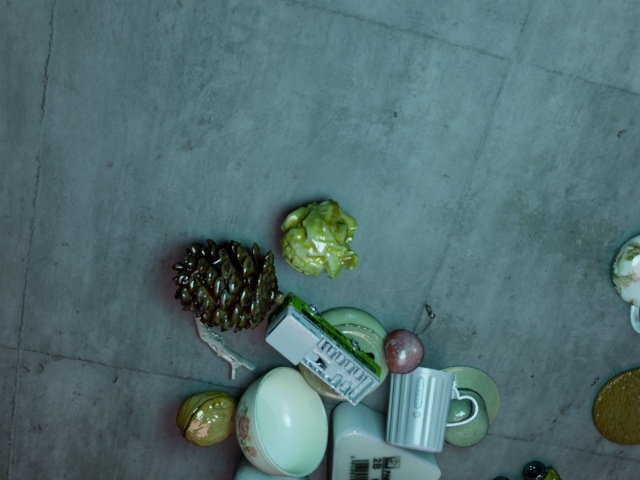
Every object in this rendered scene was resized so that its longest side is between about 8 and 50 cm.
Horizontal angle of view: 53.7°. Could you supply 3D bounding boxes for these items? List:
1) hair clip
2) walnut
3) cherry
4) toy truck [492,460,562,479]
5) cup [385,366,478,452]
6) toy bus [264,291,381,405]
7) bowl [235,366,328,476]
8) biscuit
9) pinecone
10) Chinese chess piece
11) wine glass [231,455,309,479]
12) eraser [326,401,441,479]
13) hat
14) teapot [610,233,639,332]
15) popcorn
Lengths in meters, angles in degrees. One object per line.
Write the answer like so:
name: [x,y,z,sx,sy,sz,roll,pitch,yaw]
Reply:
hair clip: [-0.270,0.277,1.657,0.072,0.034,0.226,-38,108,12]
walnut: [-0.295,0.465,1.660,0.144,0.180,0.144,7,102,37]
cherry: [0.224,0.244,1.597,0.107,0.225,0.090,35,140,-5]
toy truck: [0.608,0.763,1.828,0.224,0.165,0.147,-31,109,8]
cup: [0.272,0.433,1.617,0.167,0.221,0.202,28,66,-46]
toy bus: [0.008,0.263,1.507,0.301,0.139,0.113,40,105,-8]
bowl: [-0.118,0.479,1.638,0.145,0.277,0.277,-25,112,31]
biscuit: [0.897,0.467,1.799,0.262,0.037,0.262,-1,111,-2]
pinecone: [-0.216,0.107,1.500,0.272,0.224,0.224,8,111,8]
Chinese chess piece: [0.063,0.297,1.649,0.250,0.101,0.250,-1,110,-3]
wine glass: [-0.137,0.694,1.672,0.238,0.323,0.238,-2,110,-5]
eraser: [0.127,0.593,1.743,0.331,0.150,0.331,-1,110,-2]
hat: [0.383,0.482,1.725,0.257,0.130,0.257,-1,111,-2]
teapot: [0.841,0.089,1.595,0.204,0.139,0.298,1,111,-6]
popcorn: [0.000,0.001,1.491,0.187,0.185,0.167,-10,130,-9]
